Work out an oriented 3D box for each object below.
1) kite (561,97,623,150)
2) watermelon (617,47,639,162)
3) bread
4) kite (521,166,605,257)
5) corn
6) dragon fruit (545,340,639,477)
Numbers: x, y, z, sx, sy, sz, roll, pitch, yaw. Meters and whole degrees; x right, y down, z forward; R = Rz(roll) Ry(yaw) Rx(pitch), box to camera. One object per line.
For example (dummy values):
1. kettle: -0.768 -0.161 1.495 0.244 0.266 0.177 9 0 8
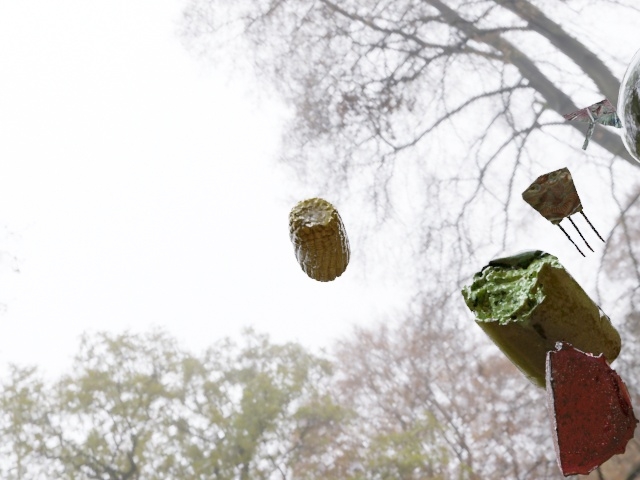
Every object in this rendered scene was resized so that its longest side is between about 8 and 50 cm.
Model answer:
1. kite: 0.579 -0.250 1.704 0.152 0.137 0.005 -54 -40 -22
2. watermelon: 0.817 -0.325 1.796 0.279 0.279 0.359 -21 -55 -20
3. bread: 0.533 0.194 1.860 0.251 0.208 0.376 -44 -66 -1
4. kite: 0.584 -0.063 1.874 0.127 0.229 0.016 -38 5 30
5. corn: 0.000 0.000 1.886 0.144 0.144 0.387 -32 -19 -9
6. dragon fruit: 0.524 0.329 1.609 0.163 0.189 0.261 -4 -96 -18
